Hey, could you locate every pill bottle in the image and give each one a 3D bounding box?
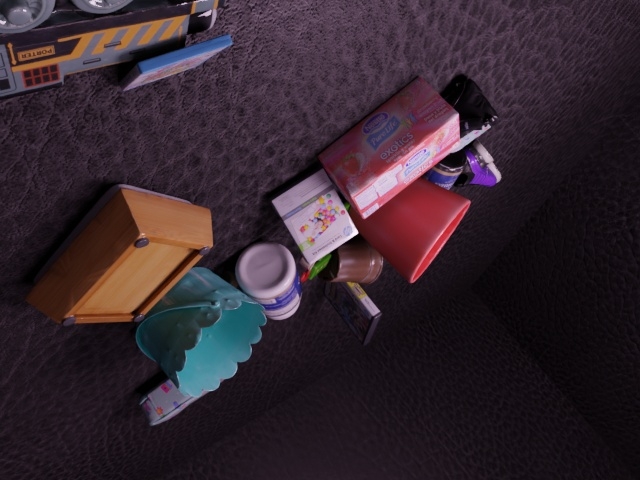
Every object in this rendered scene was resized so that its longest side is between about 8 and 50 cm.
[{"bbox_3d":[-0.130,0.119,1.428,0.153,0.153,0.264,-33,158,-11],"label":"pill bottle"},{"bbox_3d":[0.328,-0.184,1.550,0.123,0.122,0.219,-24,156,-29],"label":"pill bottle"}]

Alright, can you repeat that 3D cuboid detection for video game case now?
[{"bbox_3d":[0.102,0.217,1.829,0.035,0.248,0.275,-30,157,-20],"label":"video game case"},{"bbox_3d":[-0.195,-0.231,0.695,0.119,0.015,0.166,-27,-161,-22],"label":"video game case"}]

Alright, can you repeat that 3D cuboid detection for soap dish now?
[{"bbox_3d":[-0.359,0.039,0.986,0.291,0.118,0.229,-43,157,16],"label":"soap dish"}]

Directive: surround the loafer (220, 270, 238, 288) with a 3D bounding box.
[{"bbox_3d":[-0.254,0.140,1.412,0.050,0.056,0.148,-3,140,-46],"label":"loafer"}]

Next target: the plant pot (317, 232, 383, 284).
[{"bbox_3d":[0.076,0.058,1.623,0.165,0.167,0.167,-2,140,-42],"label":"plant pot"}]

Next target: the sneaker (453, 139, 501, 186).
[{"bbox_3d":[0.504,-0.230,1.769,0.146,0.102,0.293,-38,153,13],"label":"sneaker"}]

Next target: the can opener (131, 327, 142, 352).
[{"bbox_3d":[-0.427,0.296,1.436,0.093,0.074,0.280,-35,157,-3],"label":"can opener"}]

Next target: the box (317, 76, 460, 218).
[{"bbox_3d":[0.163,-0.211,1.233,0.300,0.142,0.154,-38,158,2],"label":"box"}]

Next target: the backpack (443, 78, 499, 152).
[{"bbox_3d":[0.345,-0.297,1.341,0.182,0.152,0.115,-37,155,27],"label":"backpack"}]

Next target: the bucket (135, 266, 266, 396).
[{"bbox_3d":[-0.287,0.211,1.262,0.281,0.183,0.281,-41,151,-28],"label":"bucket"}]

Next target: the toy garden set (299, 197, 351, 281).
[{"bbox_3d":[0.000,0.000,1.424,0.204,0.049,0.244,-37,156,-58],"label":"toy garden set"}]

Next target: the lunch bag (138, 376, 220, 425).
[{"bbox_3d":[-0.436,0.473,1.704,0.279,0.108,0.224,-35,172,0],"label":"lunch bag"}]

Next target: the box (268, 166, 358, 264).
[{"bbox_3d":[-0.015,-0.057,1.251,0.145,0.038,0.186,-33,112,-9],"label":"box"}]

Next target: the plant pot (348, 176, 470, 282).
[{"bbox_3d":[0.225,-0.063,1.422,0.275,0.243,0.275,-48,165,-18],"label":"plant pot"}]

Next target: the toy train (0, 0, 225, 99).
[{"bbox_3d":[-0.249,-0.264,0.560,0.334,0.142,0.190,-27,169,-29],"label":"toy train"}]
